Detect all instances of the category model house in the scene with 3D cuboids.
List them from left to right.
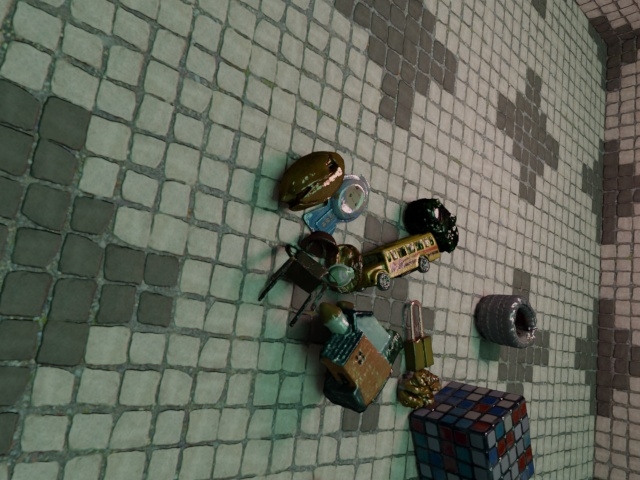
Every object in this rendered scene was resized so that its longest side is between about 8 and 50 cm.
[{"bbox_3d":[0.066,0.268,1.293,0.253,0.184,0.291,-47,117,-32],"label":"model house"}]

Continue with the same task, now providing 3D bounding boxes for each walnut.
[{"bbox_3d":[-0.023,-0.162,1.277,0.245,0.137,0.137,-37,112,-27],"label":"walnut"},{"bbox_3d":[0.340,0.502,1.585,0.170,0.069,0.143,12,106,-41],"label":"walnut"}]

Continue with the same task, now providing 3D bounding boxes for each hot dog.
[{"bbox_3d":[0.070,0.083,1.381,0.099,0.065,0.147,4,85,-8],"label":"hot dog"}]

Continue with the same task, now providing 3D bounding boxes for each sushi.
[{"bbox_3d":[0.392,-0.048,1.641,0.225,0.127,0.124,48,57,-31],"label":"sushi"}]

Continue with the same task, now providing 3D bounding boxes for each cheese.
[{"bbox_3d":[0.034,0.102,1.333,0.026,0.120,0.067,-62,140,-80],"label":"cheese"},{"bbox_3d":[0.059,-0.100,1.390,0.244,0.052,0.135,-45,116,-22],"label":"cheese"}]

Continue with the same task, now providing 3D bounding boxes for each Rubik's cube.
[{"bbox_3d":[0.513,0.684,1.605,0.292,0.286,0.292,-14,98,-42],"label":"Rubik's cube"}]

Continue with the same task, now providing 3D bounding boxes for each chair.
[{"bbox_3d":[-0.044,0.095,1.220,0.174,0.149,0.213,38,52,-1],"label":"chair"}]

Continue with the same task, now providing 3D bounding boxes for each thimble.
[{"bbox_3d":[0.749,0.321,1.917,0.236,0.172,0.205,15,81,-38],"label":"thimble"}]

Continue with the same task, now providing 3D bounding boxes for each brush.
[{"bbox_3d":[0.329,0.319,1.620,0.103,0.047,0.234,-7,91,-42],"label":"brush"}]

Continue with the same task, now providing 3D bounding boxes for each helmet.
[{"bbox_3d":[0.000,0.000,1.323,0.111,0.089,0.057,23,52,-19],"label":"helmet"}]

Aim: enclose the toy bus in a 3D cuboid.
[{"bbox_3d":[0.236,0.066,1.501,0.335,0.121,0.123,-16,92,-41],"label":"toy bus"}]
